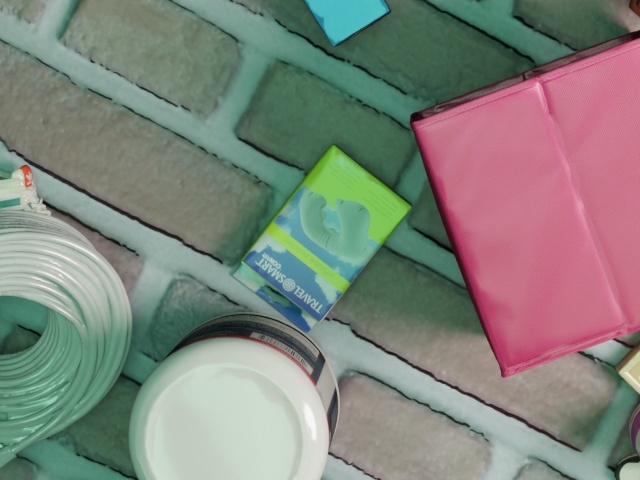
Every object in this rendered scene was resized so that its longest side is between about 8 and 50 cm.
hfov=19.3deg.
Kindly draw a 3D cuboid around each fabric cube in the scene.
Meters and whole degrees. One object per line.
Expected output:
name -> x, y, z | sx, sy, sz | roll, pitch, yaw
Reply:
fabric cube -> 0.249, -0.045, 1.842 | 0.259, 0.254, 0.258 | -20, 94, 5

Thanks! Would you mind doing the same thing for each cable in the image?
cable -> -0.323, 0.093, 1.931 | 0.257, 0.089, 0.257 | -25, 120, -4

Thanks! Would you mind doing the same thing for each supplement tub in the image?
supplement tub -> -0.080, 0.174, 1.873 | 0.191, 0.272, 0.191 | 0, 95, 4

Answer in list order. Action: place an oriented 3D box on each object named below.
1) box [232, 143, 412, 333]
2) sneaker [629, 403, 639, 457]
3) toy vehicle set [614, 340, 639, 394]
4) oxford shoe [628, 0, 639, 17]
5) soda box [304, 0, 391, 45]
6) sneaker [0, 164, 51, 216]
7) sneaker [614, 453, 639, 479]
box -> 0.000, 0.000, 1.968 | 0.109, 0.042, 0.178 | 38, 96, 0
sneaker -> 0.453, 0.224, 1.866 | 0.282, 0.161, 0.102 | 5, 94, 2
toy vehicle set -> 0.460, 0.168, 1.958 | 0.267, 0.035, 0.166 | 45, 96, -1
oxford shoe -> 0.306, -0.331, 1.898 | 0.348, 0.130, 0.123 | 47, 133, 11
soda box -> -0.012, -0.305, 1.927 | 0.071, 0.067, 0.210 | -32, 92, 6
sneaker -> -0.314, -0.035, 1.976 | 0.161, 0.057, 0.075 | 33, 102, 3
sneaker -> 0.364, 0.247, 1.969 | 0.109, 0.044, 0.040 | 4, 98, 5
